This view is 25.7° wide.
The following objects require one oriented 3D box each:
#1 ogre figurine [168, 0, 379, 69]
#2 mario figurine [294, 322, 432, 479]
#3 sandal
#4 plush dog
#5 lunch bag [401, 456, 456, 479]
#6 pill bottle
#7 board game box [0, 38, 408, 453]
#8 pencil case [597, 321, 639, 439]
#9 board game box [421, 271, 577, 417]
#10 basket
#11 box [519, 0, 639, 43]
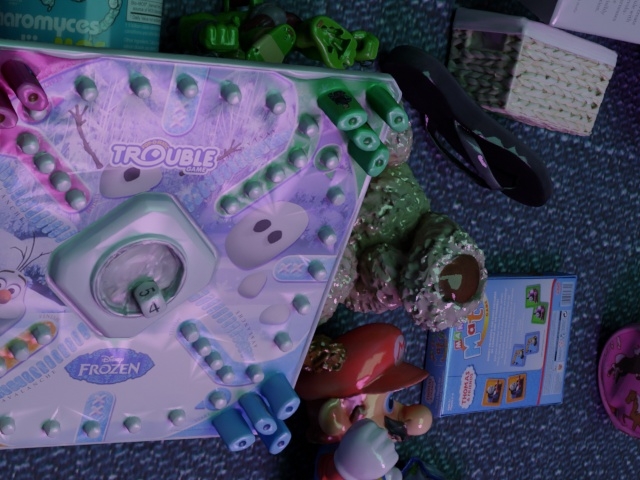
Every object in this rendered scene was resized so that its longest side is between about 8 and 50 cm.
[{"bbox_3d":[-0.050,-0.187,1.302,0.197,0.118,0.097,-26,119,-33],"label":"ogre figurine"},{"bbox_3d":[0.054,0.242,1.438,0.170,0.198,0.320,2,102,-28],"label":"mario figurine"},{"bbox_3d":[0.151,-0.110,1.514,0.254,0.097,0.054,39,72,-28],"label":"sandal"},{"bbox_3d":[0.000,0.000,1.373,0.225,0.210,0.262,-29,95,-15],"label":"plush dog"},{"bbox_3d":[0.120,0.340,1.580,0.129,0.096,0.151,37,88,-41],"label":"lunch bag"},{"bbox_3d":[-0.203,-0.189,1.152,0.146,0.146,0.264,-1,99,-41],"label":"pill bottle"},{"bbox_3d":[-0.148,0.031,1.158,0.390,0.050,0.390,1,124,-30],"label":"board game box"},{"bbox_3d":[0.535,0.149,1.849,0.386,0.160,0.167,-14,100,-37],"label":"pencil case"},{"bbox_3d":[0.211,0.118,1.642,0.211,0.039,0.160,0,98,-41],"label":"board game box"},{"bbox_3d":[0.227,-0.183,1.547,0.167,0.113,0.103,12,95,-42],"label":"basket"},{"bbox_3d":[0.394,-0.328,1.516,0.345,0.168,0.215,7,115,-22],"label":"box"}]
